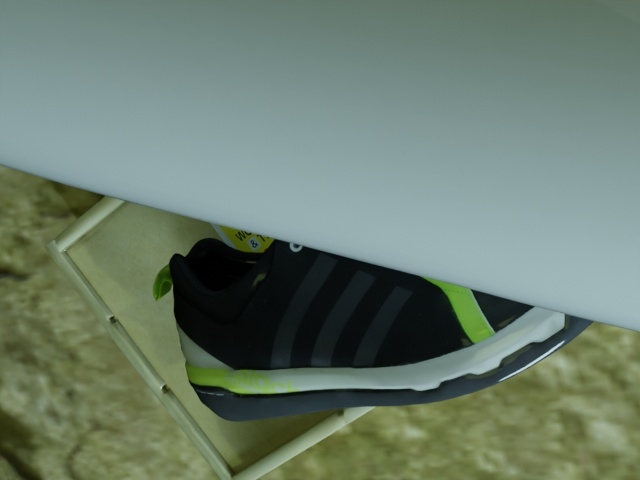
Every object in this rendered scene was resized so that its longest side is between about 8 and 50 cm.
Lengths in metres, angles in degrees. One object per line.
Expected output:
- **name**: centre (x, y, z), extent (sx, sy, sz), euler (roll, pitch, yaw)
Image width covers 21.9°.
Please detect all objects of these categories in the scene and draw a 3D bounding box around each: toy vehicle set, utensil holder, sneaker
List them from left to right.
- **toy vehicle set**: centre (0.000, 0.000, 0.811), extent (0.267, 0.035, 0.166), euler (-35, 93, 34)
- **sneaker**: centre (0.018, 0.019, 0.737), extent (0.235, 0.084, 0.097), euler (-14, 103, 31)
- **utensil holder**: centre (0.029, -0.149, 0.561), extent (0.385, 0.327, 0.327), euler (13, 116, 24)
